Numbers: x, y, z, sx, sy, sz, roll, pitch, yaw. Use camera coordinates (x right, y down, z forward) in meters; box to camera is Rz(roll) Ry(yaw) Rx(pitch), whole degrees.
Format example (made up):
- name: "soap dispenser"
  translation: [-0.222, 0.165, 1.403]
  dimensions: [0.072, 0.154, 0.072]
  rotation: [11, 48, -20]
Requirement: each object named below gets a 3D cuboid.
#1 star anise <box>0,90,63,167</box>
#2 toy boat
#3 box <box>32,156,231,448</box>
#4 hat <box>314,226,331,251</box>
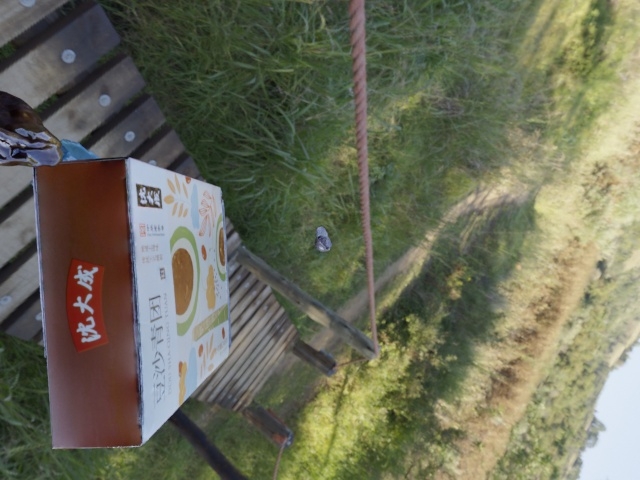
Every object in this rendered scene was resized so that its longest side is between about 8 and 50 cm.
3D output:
- name: "star anise"
  translation: [-0.305, -0.107, 0.308]
  dimensions: [0.190, 0.220, 0.126]
  rotation: [-60, 178, 6]
- name: "toy boat"
  translation: [-0.439, -0.110, 0.762]
  dimensions: [0.088, 0.215, 0.102]
  rotation: [39, 88, -20]
- name: "box"
  translation: [-0.259, 0.071, 0.700]
  dimensions: [0.385, 0.122, 0.344]
  rotation: [-17, 104, -86]
- name: "hat"
  translation: [-0.003, -0.001, 1.301]
  dimensions: [0.087, 0.042, 0.058]
  rotation: [48, 39, -44]
